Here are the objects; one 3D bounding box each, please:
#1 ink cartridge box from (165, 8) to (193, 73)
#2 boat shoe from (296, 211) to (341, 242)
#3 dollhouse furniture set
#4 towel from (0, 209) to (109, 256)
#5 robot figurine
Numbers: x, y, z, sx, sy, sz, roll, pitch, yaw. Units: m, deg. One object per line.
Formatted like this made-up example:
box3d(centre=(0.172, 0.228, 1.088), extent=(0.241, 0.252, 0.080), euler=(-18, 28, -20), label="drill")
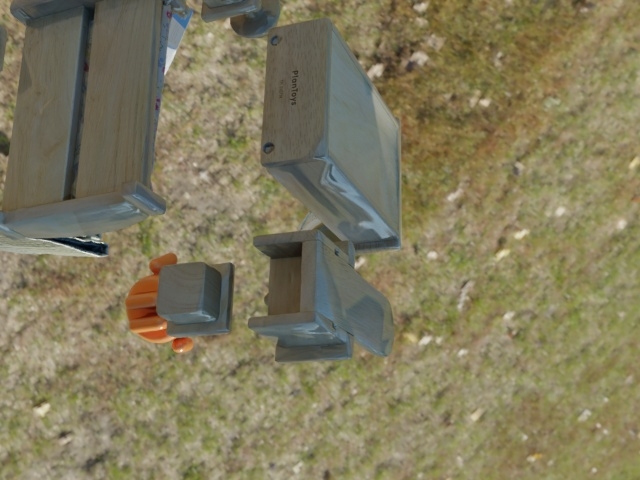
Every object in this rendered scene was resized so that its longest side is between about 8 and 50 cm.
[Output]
box3d(centre=(-0.268, -0.293, 1.116), extent=(0.181, 0.104, 0.061), euler=(25, 132, -15), label="ink cartridge box")
box3d(centre=(0.000, 0.000, 1.514), extent=(0.098, 0.096, 0.277), euler=(57, 44, -21), label="boat shoe")
box3d(centre=(-0.128, -0.038, 0.684), extent=(0.355, 0.303, 0.174), euler=(-7, 158, 21), label="dollhouse furniture set")
box3d(centre=(-0.565, -0.028, 1.471), extent=(0.312, 0.324, 0.056), euler=(20, 77, -49), label="towel")
box3d(centre=(-0.275, 0.120, 1.603), extent=(0.128, 0.158, 0.219), euler=(-50, 169, 17), label="robot figurine")
